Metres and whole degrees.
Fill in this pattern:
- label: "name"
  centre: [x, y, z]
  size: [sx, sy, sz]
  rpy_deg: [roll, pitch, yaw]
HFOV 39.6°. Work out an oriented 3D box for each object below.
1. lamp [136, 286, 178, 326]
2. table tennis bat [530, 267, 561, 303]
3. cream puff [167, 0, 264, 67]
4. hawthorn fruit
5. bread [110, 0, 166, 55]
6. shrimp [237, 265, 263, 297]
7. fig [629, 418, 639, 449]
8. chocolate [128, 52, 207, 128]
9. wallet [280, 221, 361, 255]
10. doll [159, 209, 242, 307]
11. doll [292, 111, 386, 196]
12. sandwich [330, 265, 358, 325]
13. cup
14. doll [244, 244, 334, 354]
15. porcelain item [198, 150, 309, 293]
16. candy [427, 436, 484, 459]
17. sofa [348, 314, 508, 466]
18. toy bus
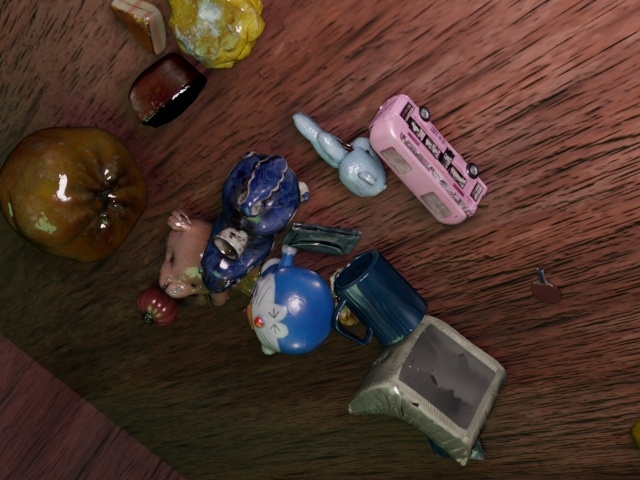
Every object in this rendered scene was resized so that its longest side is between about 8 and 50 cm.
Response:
- label: "lamp"
  centre: [-0.396, 0.161, 2.157]
  size: [0.107, 0.092, 0.107]
  rpy_deg: [23, 147, 16]
- label: "table tennis bat"
  centre: [0.360, 0.074, 1.428]
  size: [0.050, 0.007, 0.083]
  rpy_deg: [10, 143, 35]
- label: "cream puff"
  centre: [-0.139, -0.318, 1.262]
  size: [0.146, 0.116, 0.146]
  rpy_deg: [8, 113, 20]
- label: "hawthorn fruit"
  centre: [-0.502, -0.093, 1.750]
  size: [0.300, 0.268, 0.268]
  rpy_deg: [15, 145, 42]
- label: "bread"
  centre: [-0.275, -0.345, 1.401]
  size: [0.109, 0.043, 0.062]
  rpy_deg: [49, 147, -21]
- label: "shrimp"
  centre: [-0.096, 0.108, 1.851]
  size: [0.217, 0.051, 0.115]
  rpy_deg: [22, 151, 21]
- label: "fig"
  centre: [0.572, 0.337, 1.534]
  size: [0.074, 0.074, 0.088]
  rpy_deg: [47, 160, -21]
- label: "chocolate"
  centre: [-0.268, -0.247, 1.473]
  size: [0.080, 0.125, 0.148]
  rpy_deg: [54, 151, -2]
- label: "wallet"
  centre: [0.000, 0.000, 1.586]
  size: [0.129, 0.026, 0.088]
  rpy_deg: [8, 155, -15]
- label: "doll"
  centre: [-0.280, 0.075, 1.868]
  size: [0.201, 0.156, 0.303]
  rpy_deg: [46, 150, 6]
- label: "doll"
  centre: [0.038, -0.143, 1.383]
  size: [0.180, 0.075, 0.120]
  rpy_deg: [50, -170, 10]
- label: "sandwich"
  centre: [0.049, 0.103, 1.660]
  size: [0.035, 0.105, 0.093]
  rpy_deg: [-12, 136, 22]
- label: "cup"
  centre: [0.098, 0.110, 1.584]
  size: [0.138, 0.150, 0.113]
  rpy_deg: [47, 137, -17]
- label: "doll"
  centre: [-0.071, 0.111, 1.667]
  size: [0.161, 0.215, 0.257]
  rpy_deg: [6, -174, -19]
- label: "porcelain item"
  centre: [-0.135, -0.029, 1.574]
  size: [0.138, 0.186, 0.288]
  rpy_deg: [35, 147, 0]
- label: "candy"
  centre: [0.298, 0.449, 1.975]
  size: [0.136, 0.038, 0.088]
  rpy_deg: [-3, 120, 35]
- label: "sofa"
  centre: [0.204, 0.283, 1.667]
  size: [0.225, 0.210, 0.176]
  rpy_deg: [35, 147, -4]
- label: "toy bus"
  centre: [0.153, -0.113, 1.283]
  size: [0.203, 0.090, 0.063]
  rpy_deg: [45, 146, -19]
